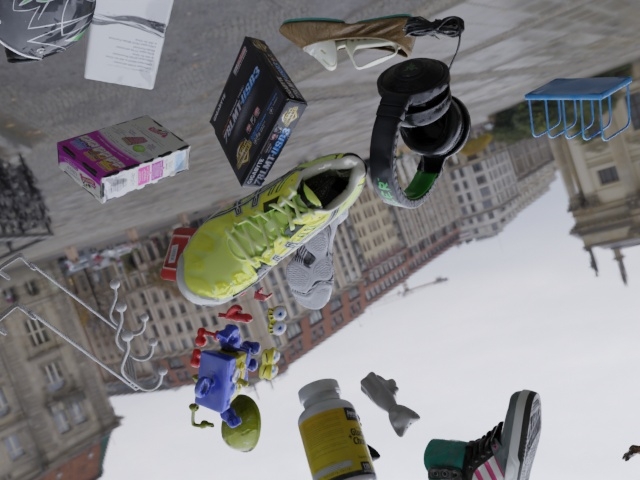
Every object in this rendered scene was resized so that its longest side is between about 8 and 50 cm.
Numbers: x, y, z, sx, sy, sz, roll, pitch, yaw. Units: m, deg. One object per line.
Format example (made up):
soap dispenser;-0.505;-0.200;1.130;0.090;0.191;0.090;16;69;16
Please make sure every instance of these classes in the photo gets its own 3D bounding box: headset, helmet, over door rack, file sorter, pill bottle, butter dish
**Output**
headset;0.177;-0.257;1.158;0.185;0.393;0.243;16;168;32
helmet;-0.361;-0.304;0.745;0.162;0.169;0.169;6;-159;44
over door rack;-0.452;0.144;1.179;0.108;0.324;0.239;-52;-148;3
file sorter;0.540;-0.275;1.269;0.118;0.104;0.170;-29;-153;-30
pill bottle;0.021;0.330;1.011;0.103;0.184;0.103;-13;146;-9
butter dish;-0.371;0.051;1.761;0.118;0.160;0.160;23;167;-41

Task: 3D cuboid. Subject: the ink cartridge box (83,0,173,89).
ink cartridge box;-0.335;-0.460;1.062;0.129;0.223;0.307;3;140;-26

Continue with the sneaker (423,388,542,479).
sneaker;0.274;0.372;1.058;0.179;0.295;0.124;15;-161;31

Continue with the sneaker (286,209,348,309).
sneaker;0.000;0.000;1.697;0.138;0.365;0.210;6;-154;22

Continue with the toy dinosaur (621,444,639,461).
toy dinosaur;0.631;0.393;0.988;0.201;0.127;0.296;24;-168;9

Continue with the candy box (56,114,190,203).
candy box;-0.426;-0.184;1.329;0.233;0.159;0.071;-31;148;-41

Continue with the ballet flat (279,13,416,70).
ballet flat;0.071;-0.486;1.501;0.343;0.124;0.116;-3;-178;-3

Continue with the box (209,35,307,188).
box;-0.181;-0.344;1.638;0.073;0.293;0.295;0;137;-39

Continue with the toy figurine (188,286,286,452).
toy figurine;-0.210;0.275;1.185;0.191;0.362;0.217;14;-169;14

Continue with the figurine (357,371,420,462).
figurine;0.130;0.449;1.494;0.215;0.092;0.209;-42;-156;-2

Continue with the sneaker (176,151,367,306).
sneaker;-0.080;-0.040;1.011;0.385;0.145;0.147;-41;180;-23
